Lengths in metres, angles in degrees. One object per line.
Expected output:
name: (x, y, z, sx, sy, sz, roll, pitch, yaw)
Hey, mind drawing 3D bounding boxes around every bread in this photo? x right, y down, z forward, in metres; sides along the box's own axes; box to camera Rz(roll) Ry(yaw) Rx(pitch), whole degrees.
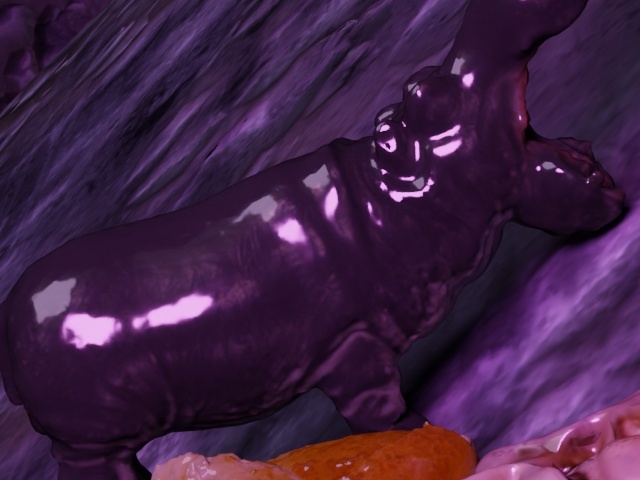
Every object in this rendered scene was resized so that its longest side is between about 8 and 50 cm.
bread: (-0.011, 0.145, 0.799, 0.154, 0.054, 0.136, -12, 53, 19)

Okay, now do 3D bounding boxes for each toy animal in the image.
toy animal: (0.013, 0.011, 0.904, 0.343, 0.168, 0.106, -34, 15, 1)

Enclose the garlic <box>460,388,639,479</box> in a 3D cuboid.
garlic: (0.073, 0.122, 0.404, 0.207, 0.256, 0.207, -19, 69, 60)
